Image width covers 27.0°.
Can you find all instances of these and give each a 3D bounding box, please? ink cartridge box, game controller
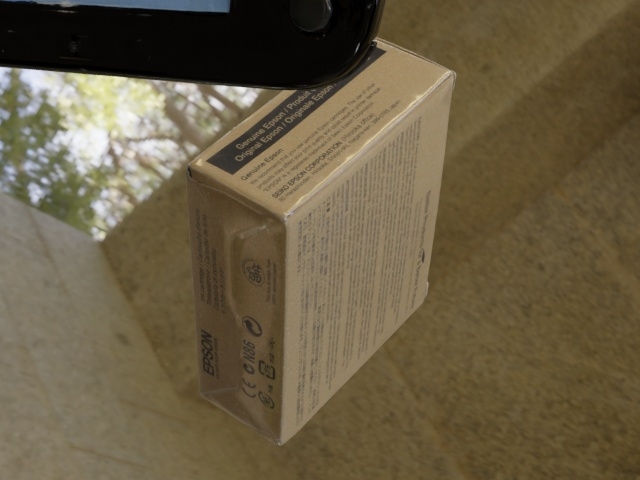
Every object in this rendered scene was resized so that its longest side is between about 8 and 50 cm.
[{"bbox_3d":[0.000,0.000,0.952,0.088,0.235,0.193,28,-131,24],"label":"ink cartridge box"},{"bbox_3d":[-0.113,-0.166,0.659,0.319,0.067,0.167,7,-71,22],"label":"game controller"}]
